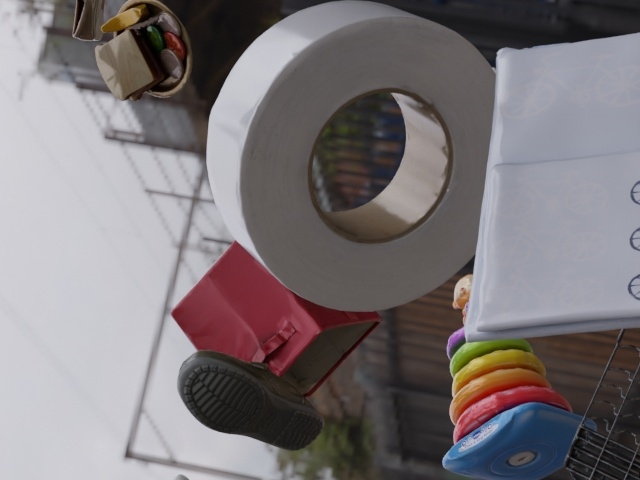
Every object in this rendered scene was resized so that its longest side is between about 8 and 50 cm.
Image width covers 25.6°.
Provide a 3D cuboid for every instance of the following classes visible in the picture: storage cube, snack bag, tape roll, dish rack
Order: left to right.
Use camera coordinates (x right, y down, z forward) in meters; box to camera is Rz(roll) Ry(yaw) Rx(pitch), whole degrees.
[{"bbox_3d":[-0.064,0.110,2.045,0.184,0.193,0.215,-48,-21,22],"label":"storage cube"},{"bbox_3d":[0.040,-0.081,1.332,0.100,0.286,0.286,-142,56,-62],"label":"tape roll"},{"bbox_3d":[0.421,0.202,1.676,0.074,0.208,0.272,0,-66,-68],"label":"dish rack"},{"bbox_3d":[0.278,-0.069,1.079,0.343,0.323,0.037,-77,-29,-43],"label":"snack bag"}]

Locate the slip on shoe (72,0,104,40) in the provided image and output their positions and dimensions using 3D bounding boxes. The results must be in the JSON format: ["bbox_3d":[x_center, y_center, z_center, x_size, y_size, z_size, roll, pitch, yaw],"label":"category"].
[{"bbox_3d":[-0.335,-0.355,2.029,0.051,0.041,0.135,-139,50,-56],"label":"slip on shoe"}]

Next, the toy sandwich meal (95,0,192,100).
[{"bbox_3d":[-0.132,-0.140,1.046,0.029,0.085,0.086,-33,-44,-46],"label":"toy sandwich meal"}]

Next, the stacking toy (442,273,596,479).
[{"bbox_3d":[0.236,0.168,1.928,0.175,0.165,0.302,-39,47,32],"label":"stacking toy"}]

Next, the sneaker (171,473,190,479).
[{"bbox_3d":[-0.257,0.372,1.762,0.236,0.322,0.130,-66,-4,-60],"label":"sneaker"}]

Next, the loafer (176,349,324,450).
[{"bbox_3d":[-0.102,0.206,1.870,0.094,0.087,0.251,-47,-47,9],"label":"loafer"}]
